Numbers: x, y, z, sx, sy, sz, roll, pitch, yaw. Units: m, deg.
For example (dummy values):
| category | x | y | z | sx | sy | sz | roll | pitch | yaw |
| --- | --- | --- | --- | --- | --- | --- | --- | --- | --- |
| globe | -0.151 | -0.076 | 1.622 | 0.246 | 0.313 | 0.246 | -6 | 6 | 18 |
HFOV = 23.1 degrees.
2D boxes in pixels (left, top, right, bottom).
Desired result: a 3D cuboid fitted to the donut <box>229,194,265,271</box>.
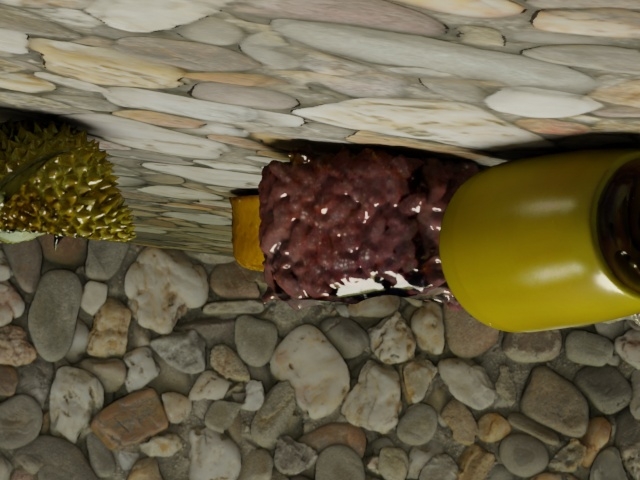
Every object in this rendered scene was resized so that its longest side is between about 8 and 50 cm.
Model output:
| category | x | y | z | sx | sy | sz | roll | pitch | yaw |
| --- | --- | --- | --- | --- | --- | --- | --- | --- | --- |
| donut | -0.001 | 0.000 | 2.225 | 0.277 | 0.108 | 0.277 | 7 | 176 | 0 |

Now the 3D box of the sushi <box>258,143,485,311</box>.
| category | x | y | z | sx | sy | sz | roll | pitch | yaw |
| --- | --- | --- | --- | --- | --- | --- | --- | --- | --- |
| sushi | 0.066 | -0.005 | 1.720 | 0.270 | 0.171 | 0.236 | 0 | 173 | 19 |

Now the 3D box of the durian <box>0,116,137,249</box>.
| category | x | y | z | sx | sy | sz | roll | pitch | yaw |
| --- | --- | --- | --- | --- | --- | --- | --- | --- | --- |
| durian | -0.300 | -0.063 | 1.744 | 0.193 | 0.138 | 0.237 | 2 | 174 | -4 |

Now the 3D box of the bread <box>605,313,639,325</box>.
| category | x | y | z | sx | sy | sz | roll | pitch | yaw |
| --- | --- | --- | --- | --- | --- | --- | --- | --- | --- |
| bread | 0.443 | 0.049 | 1.953 | 0.274 | 0.149 | 0.274 | 7 | -179 | 0 |

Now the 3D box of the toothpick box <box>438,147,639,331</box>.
| category | x | y | z | sx | sy | sz | roll | pitch | yaw |
| --- | --- | --- | --- | --- | --- | --- | --- | --- | --- |
| toothpick box | 0.246 | -0.002 | 1.493 | 0.175 | 0.175 | 0.271 | 9 | 172 | -23 |
